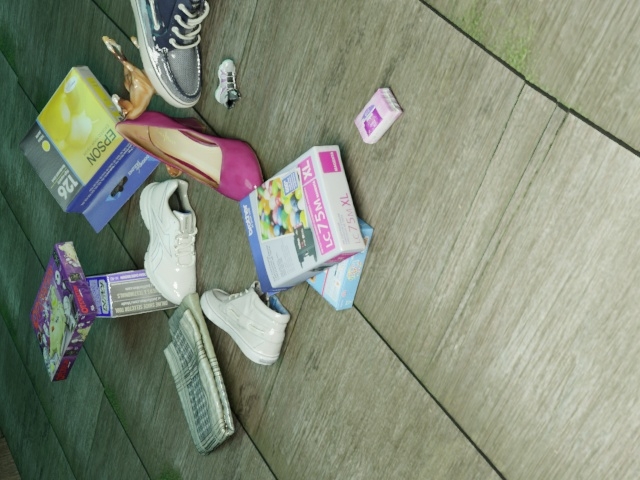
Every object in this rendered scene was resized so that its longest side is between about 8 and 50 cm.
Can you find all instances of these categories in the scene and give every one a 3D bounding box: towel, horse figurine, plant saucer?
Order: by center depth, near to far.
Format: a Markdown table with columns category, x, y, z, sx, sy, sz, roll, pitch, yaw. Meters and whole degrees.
| category | x | y | z | sx | sy | sz | roll | pitch | yaw |
| --- | --- | --- | --- | --- | --- | --- | --- | --- | --- |
| horse figurine | -0.377 | -0.366 | 1.806 | 0.066 | 0.263 | 0.174 | -25 | 97 | 28 |
| towel | -0.279 | 0.302 | 1.851 | 0.312 | 0.056 | 0.324 | 128 | 127 | -63 |
| plant saucer | -0.336 | -0.188 | 1.935 | 0.083 | 0.013 | 0.083 | 11 | 104 | 52 |

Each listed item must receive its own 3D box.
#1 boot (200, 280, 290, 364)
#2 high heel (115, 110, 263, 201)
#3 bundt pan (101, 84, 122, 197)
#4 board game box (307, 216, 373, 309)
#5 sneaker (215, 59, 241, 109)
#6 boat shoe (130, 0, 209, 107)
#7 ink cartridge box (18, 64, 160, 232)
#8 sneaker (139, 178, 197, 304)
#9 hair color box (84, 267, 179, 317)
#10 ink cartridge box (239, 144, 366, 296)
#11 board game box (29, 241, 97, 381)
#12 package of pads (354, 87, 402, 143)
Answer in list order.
| category | x | y | z | sx | sy | sz | roll | pitch | yaw |
| --- | --- | --- | --- | --- | --- | --- | --- | --- | --- |
| boot | -0.146 | 0.133 | 1.686 | 0.258 | 0.095 | 0.123 | 37 | 111 | 42 |
| high heel | -0.269 | -0.164 | 1.704 | 0.377 | 0.181 | 0.127 | 34 | 122 | 46 |
| bundt pan | -0.650 | -0.258 | 2.261 | 0.331 | 0.124 | 0.330 | 14 | 107 | 53 |
| board game box | 0.000 | 0.000 | 1.487 | 0.211 | 0.039 | 0.160 | 41 | 127 | 42 |
| sneaker | -0.179 | -0.309 | 1.683 | 0.069 | 0.038 | 0.098 | 49 | 142 | 35 |
| boat shoe | -0.291 | -0.442 | 1.713 | 0.158 | 0.127 | 0.340 | 1 | 116 | 44 |
| ink cartridge box | -0.585 | -0.218 | 2.081 | 0.303 | 0.072 | 0.307 | -43 | 79 | 29 |
| sneaker | -0.333 | -0.001 | 1.890 | 0.129 | 0.111 | 0.297 | -21 | 80 | 47 |
| hair color box | -0.500 | 0.128 | 2.068 | 0.339 | 0.185 | 0.110 | -4 | 92 | 54 |
| ink cartridge box | -0.052 | -0.023 | 1.472 | 0.311 | 0.065 | 0.185 | -31 | 70 | 53 |
| board game box | -0.648 | 0.184 | 2.087 | 0.347 | 0.056 | 0.208 | -54 | 51 | 45 |
| package of pads | 0.092 | -0.198 | 1.333 | 0.083 | 0.032 | 0.050 | -49 | 56 | 46 |
